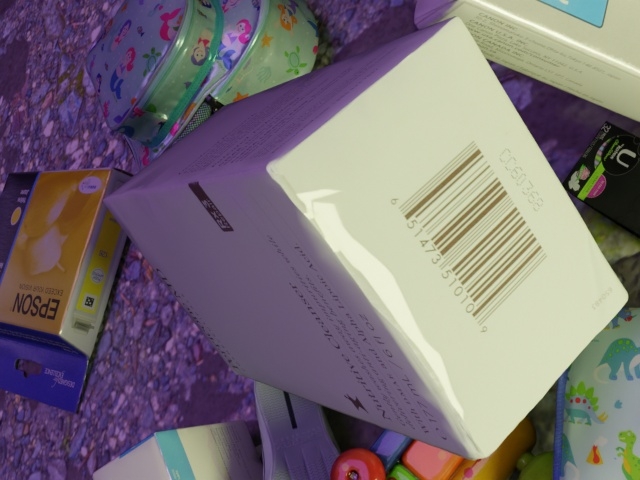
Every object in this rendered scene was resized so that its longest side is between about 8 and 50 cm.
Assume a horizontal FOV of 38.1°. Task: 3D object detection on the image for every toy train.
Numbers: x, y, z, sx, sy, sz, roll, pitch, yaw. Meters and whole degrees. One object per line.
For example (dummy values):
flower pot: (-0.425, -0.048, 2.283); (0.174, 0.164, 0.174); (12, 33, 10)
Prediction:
toy train: (0.133, 0.140, 0.681); (0.143, 0.105, 0.248); (39, 93, 31)

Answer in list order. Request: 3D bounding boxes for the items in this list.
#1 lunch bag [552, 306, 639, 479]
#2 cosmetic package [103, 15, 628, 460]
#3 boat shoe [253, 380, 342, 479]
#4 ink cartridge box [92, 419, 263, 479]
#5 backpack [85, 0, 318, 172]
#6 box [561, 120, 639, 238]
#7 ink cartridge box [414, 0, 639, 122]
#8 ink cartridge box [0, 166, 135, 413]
lunch bag: (0.221, 0.124, 0.588); (0.129, 0.096, 0.151); (-5, 58, 44)
cosmetic package: (0.000, 0.000, 0.678); (0.156, 0.217, 0.385); (-41, 15, -22)
boat shoe: (-0.009, 0.209, 0.800); (0.083, 0.076, 0.226); (-10, 48, 1)
ink cartridge box: (-0.117, 0.229, 0.856); (0.092, 0.143, 0.090); (-37, 66, 28)
backpack: (-0.133, -0.203, 1.047); (0.253, 0.191, 0.225); (-43, 45, 15)
box: (0.235, -0.039, 0.685); (0.062, 0.052, 0.083); (-57, 43, 10)
ink cartridge box: (0.228, -0.207, 0.593); (0.066, 0.296, 0.261); (163, 123, -69)
ink cartridge box: (-0.384, 0.054, 1.256); (0.304, 0.072, 0.307); (2, 71, 45)
